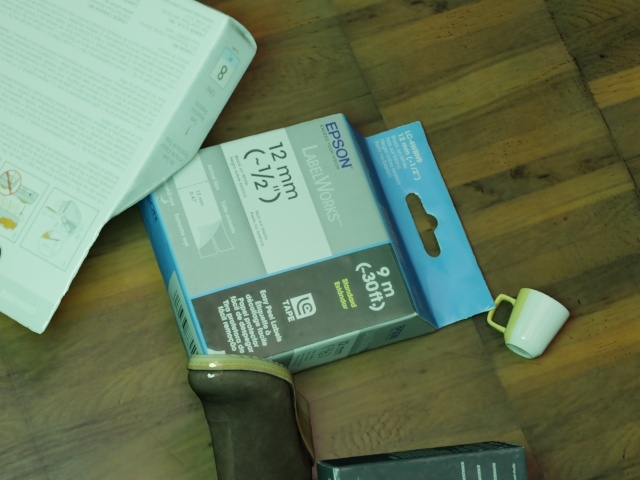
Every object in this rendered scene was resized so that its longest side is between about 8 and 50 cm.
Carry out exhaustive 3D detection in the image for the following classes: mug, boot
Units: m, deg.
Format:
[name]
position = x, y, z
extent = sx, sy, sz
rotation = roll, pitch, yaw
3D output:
[mug]
position = 0.231, 0.095, 2.045
extent = 0.062, 0.078, 0.064
rotation = 37, 75, -30
[boot]
position = -0.072, 0.234, 1.847
extent = 0.090, 0.248, 0.206
rotation = -1, 69, 24

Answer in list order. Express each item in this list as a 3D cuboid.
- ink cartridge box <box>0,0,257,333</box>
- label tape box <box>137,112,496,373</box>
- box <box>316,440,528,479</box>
[ink cartridge box]
position = -0.291, -0.118, 1.973
extent = 0.308, 0.091, 0.385
rotation = 27, 84, 28
[label tape box]
position = 0.000, 0.000, 2.006
extent = 0.348, 0.115, 0.249
rotation = -16, 73, -12
[box]
position = 0.108, 0.294, 1.898
extent = 0.207, 0.108, 0.153
rotation = -4, 88, -10
